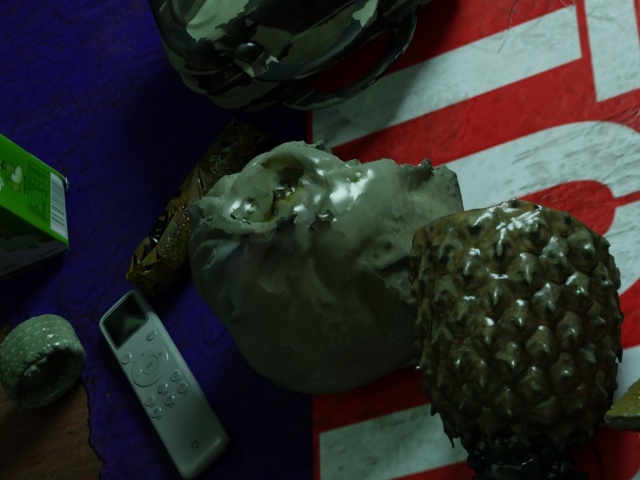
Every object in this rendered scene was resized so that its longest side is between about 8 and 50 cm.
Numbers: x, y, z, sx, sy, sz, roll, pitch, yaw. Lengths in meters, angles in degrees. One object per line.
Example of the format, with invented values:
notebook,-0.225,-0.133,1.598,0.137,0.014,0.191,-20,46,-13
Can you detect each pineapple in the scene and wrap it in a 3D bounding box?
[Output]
pineapple,0.171,0.147,1.495,0.202,0.202,0.361,-9,71,32

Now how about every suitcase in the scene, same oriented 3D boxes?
suitcase,-0.021,-0.297,1.878,0.352,0.194,0.339,-32,57,18

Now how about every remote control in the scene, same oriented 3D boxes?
remote control,-0.175,0.150,1.837,0.067,0.029,0.261,-43,48,8

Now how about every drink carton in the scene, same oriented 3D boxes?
drink carton,-0.432,-0.058,1.978,0.161,0.271,0.108,-21,55,25

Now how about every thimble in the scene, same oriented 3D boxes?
thimble,-0.318,0.140,1.911,0.110,0.084,0.062,-51,45,18

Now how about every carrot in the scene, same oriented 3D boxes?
carrot,-0.137,-0.039,1.897,0.069,0.069,0.228,30,83,42

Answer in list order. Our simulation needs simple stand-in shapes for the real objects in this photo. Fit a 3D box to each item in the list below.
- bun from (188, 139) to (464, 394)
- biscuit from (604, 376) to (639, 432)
bun,-0.008,0.013,1.679,0.282,0.205,0.281,-17,58,29
biscuit,0.366,0.123,1.413,0.237,0.131,0.026,-8,106,32
